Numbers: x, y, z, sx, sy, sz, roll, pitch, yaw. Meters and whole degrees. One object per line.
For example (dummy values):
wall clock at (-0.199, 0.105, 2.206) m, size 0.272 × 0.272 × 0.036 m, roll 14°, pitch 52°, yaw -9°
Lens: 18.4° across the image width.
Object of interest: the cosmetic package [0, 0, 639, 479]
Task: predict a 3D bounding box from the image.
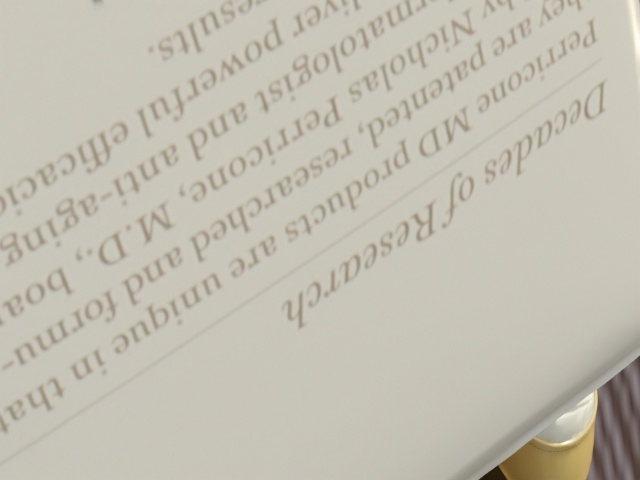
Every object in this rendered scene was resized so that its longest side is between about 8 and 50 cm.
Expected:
cosmetic package at (-0.115, -0.095, 0.712) m, size 0.329 × 0.327 × 0.394 m, roll 30°, pitch -34°, yaw 45°

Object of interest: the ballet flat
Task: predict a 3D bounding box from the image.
ballet flat at (0.134, 0.056, 1.251) m, size 0.073 × 0.080 × 0.232 m, roll 164°, pitch -86°, yaw -71°
